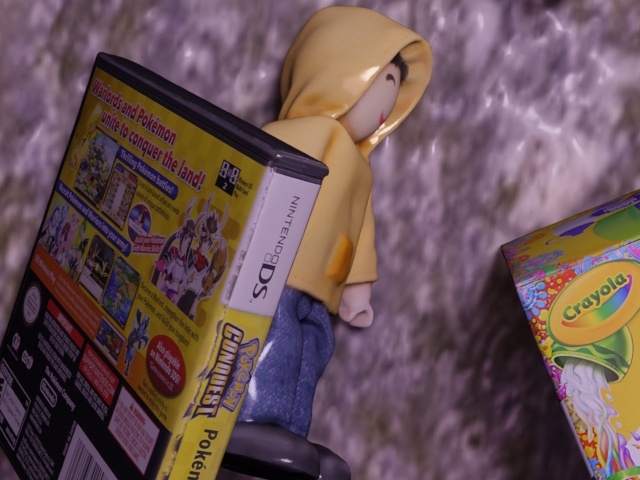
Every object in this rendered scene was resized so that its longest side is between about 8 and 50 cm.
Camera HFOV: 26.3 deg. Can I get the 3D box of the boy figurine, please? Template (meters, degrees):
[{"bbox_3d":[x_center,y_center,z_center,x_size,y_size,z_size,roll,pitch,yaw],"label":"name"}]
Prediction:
[{"bbox_3d":[0.000,0.000,0.803,0.092,0.177,0.285,7,71,25],"label":"boy figurine"}]

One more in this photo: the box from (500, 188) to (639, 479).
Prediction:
[{"bbox_3d":[0.290,0.084,0.777,0.290,0.177,0.279,-22,95,7],"label":"box"}]

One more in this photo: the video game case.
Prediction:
[{"bbox_3d":[-0.109,0.038,0.768,0.035,0.275,0.248,15,99,-31],"label":"video game case"}]
